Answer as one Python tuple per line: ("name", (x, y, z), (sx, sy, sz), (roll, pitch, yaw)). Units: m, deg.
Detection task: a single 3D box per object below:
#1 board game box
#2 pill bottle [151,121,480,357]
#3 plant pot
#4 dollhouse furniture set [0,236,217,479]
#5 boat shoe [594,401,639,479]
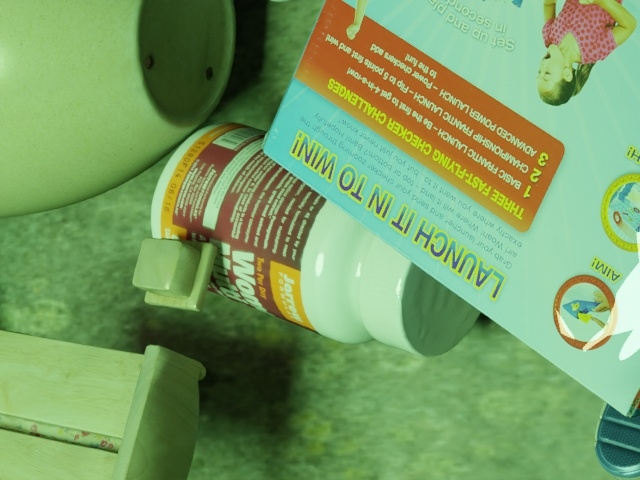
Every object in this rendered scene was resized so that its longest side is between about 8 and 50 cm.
("board game box", (0.146, -0.109, 1.104), (0.308, 0.086, 0.302), (37, 114, 32))
("pill bottle", (0.000, 0.000, 1.314), (0.221, 0.121, 0.121), (20, 104, 38))
("plant pot", (-0.173, -0.150, 1.368), (0.191, 0.284, 0.284), (5, 95, 28))
("dollhouse furniture set", (-0.204, 0.171, 1.388), (0.303, 0.174, 0.355), (8, 78, 35))
("boat shoe", (0.222, 0.066, 1.163), (0.066, 0.066, 0.183), (20, 78, 41))
